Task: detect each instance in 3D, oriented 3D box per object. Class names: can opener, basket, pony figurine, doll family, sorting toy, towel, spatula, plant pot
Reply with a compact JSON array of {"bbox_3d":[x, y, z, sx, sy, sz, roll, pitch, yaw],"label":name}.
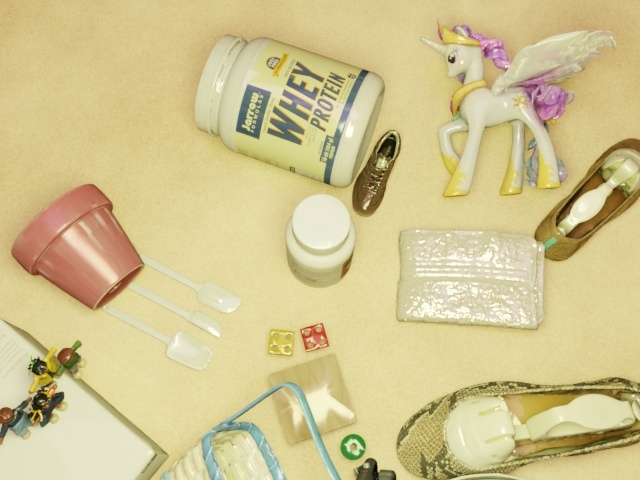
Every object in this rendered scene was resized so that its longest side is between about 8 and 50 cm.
[{"bbox_3d":[0.082,0.419,1.312,0.073,0.186,0.059,-17,84,15],"label":"can opener"},{"bbox_3d":[-0.107,0.406,1.282,0.288,0.201,0.255,-31,73,23],"label":"basket"},{"bbox_3d":[0.384,-0.276,1.509,0.350,0.303,0.364,-4,87,7],"label":"pony figurine"},{"bbox_3d":[-0.455,0.246,1.234,0.076,0.111,0.193,17,69,3],"label":"doll family"},{"bbox_3d":[-0.018,0.287,1.418,0.132,0.046,0.275,-18,74,-6],"label":"sorting toy"},{"bbox_3d":[0.288,0.074,1.466,0.282,0.049,0.187,2,75,10],"label":"towel"},{"bbox_3d":[-0.295,0.131,1.480,0.242,0.019,0.168,26,75,7],"label":"spatula"},{"bbox_3d":[-0.439,0.024,1.429,0.180,0.201,0.201,45,77,1],"label":"plant pot"}]

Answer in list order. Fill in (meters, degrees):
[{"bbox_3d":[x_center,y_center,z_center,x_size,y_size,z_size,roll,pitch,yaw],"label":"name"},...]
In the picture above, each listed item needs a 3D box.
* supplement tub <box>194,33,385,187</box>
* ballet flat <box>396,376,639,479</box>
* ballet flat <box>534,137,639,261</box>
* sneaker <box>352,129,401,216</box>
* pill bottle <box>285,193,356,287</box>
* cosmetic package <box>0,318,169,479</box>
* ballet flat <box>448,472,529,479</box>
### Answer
[{"bbox_3d":[-0.058,-0.258,1.492,0.324,0.235,0.236,19,73,5],"label":"supplement tub"},{"bbox_3d":[0.376,0.319,1.341,0.482,0.182,0.164,-8,73,-3],"label":"ballet flat"},{"bbox_3d":[0.558,-0.096,1.504,0.342,0.124,0.116,-40,77,-12],"label":"ballet flat"},{"bbox_3d":[0.112,-0.142,1.542,0.066,0.071,0.189,19,73,5],"label":"sneaker"},{"bbox_3d":[0.000,0.000,1.413,0.131,0.229,0.131,0,73,-1],"label":"pill bottle"},{"bbox_3d":[-0.485,0.340,1.343,0.385,0.156,0.217,39,76,10],"label":"cosmetic package"},{"bbox_3d":[0.196,0.499,1.312,0.400,0.139,0.139,-14,73,-9],"label":"ballet flat"}]
